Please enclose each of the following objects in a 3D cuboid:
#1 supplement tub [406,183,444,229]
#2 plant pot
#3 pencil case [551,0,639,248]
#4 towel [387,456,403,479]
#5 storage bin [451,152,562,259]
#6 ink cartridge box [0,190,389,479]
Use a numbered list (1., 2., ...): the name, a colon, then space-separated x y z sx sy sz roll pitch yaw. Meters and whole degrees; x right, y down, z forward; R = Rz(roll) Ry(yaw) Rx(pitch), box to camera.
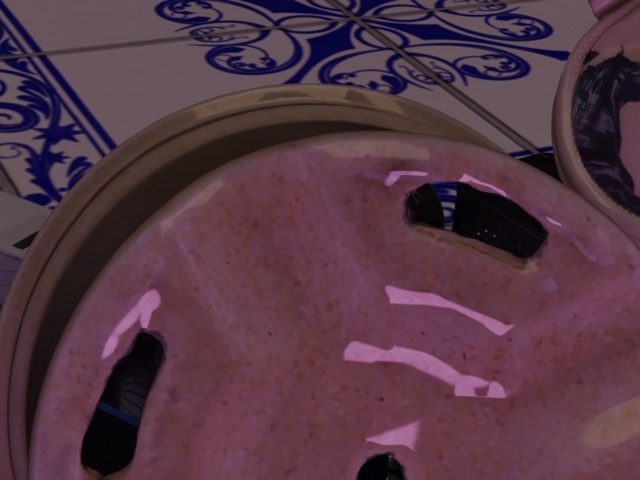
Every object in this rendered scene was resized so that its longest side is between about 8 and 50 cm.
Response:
1. supplement tub: 0.000 0.000 1.074 0.198 0.106 0.106 -17 35 -32
2. plant pot: 0.009 0.081 0.574 0.334 0.333 0.305 1 -1 -5
3. pencil case: 0.265 -0.002 0.770 0.410 0.160 0.183 37 15 -52
4. towel: 0.237 0.207 0.805 0.312 0.056 0.324 -5 28 -21
5. storage bin: 0.200 0.008 1.107 0.122 0.084 0.180 -16 34 -31
6. ink cartridge box: -0.086 0.097 0.829 0.333 0.165 0.065 19 32 27
